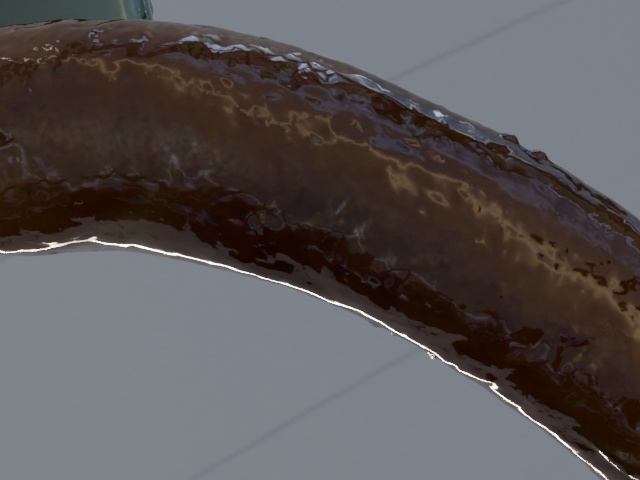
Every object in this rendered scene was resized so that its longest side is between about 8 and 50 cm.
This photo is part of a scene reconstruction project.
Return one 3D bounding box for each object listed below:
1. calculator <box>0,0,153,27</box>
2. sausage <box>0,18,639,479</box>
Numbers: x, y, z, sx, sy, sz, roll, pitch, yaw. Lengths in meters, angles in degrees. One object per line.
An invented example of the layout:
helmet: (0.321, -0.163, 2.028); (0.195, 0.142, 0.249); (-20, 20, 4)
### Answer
calculator: (-0.154, -0.111, 0.849); (0.141, 0.045, 0.246); (-14, -107, -3)
sausage: (0.001, -0.005, 0.543); (0.302, 0.076, 0.103); (22, -77, 3)
